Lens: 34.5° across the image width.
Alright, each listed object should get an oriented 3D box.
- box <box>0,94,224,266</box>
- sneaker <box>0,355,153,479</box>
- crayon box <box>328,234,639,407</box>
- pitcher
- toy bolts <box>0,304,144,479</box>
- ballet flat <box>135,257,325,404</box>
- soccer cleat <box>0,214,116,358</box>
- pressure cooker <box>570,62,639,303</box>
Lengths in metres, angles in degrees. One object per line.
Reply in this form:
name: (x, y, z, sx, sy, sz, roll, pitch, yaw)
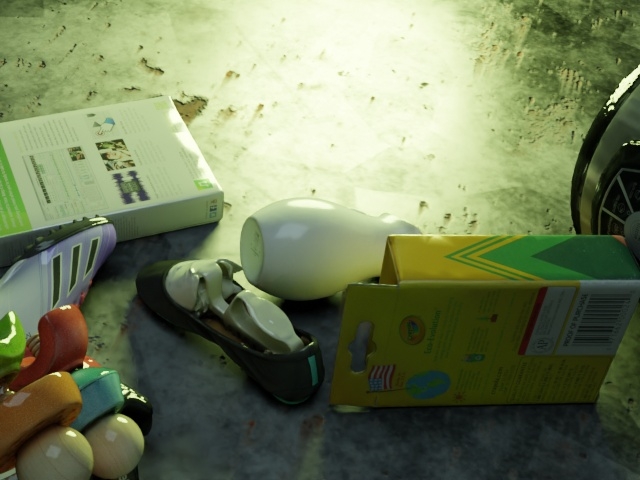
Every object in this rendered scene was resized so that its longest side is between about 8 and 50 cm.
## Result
box: (-0.317, -0.085, 1.367, 0.321, 0.059, 0.232, -12, 46, -22)
sneaker: (-0.256, 0.230, 0.999, 0.135, 0.098, 0.276, 18, 42, 14)
crayon box: (0.171, 0.091, 1.138, 0.318, 0.202, 0.081, 1, 42, -9)
pitcher: (0.000, 0.000, 1.288, 0.207, 0.126, 0.178, -2, 21, -26)
toy bolts: (-0.261, 0.172, 0.895, 0.158, 0.218, 0.228, 50, 17, 10)
ballet flat: (-0.103, 0.077, 1.191, 0.280, 0.096, 0.095, 31, 48, 24)
soccer cleat: (-0.328, 0.085, 1.161, 0.116, 0.109, 0.318, 43, 46, 4)
pressure cooker: (0.539, -0.019, 1.150, 0.375, 0.370, 0.420, -48, 43, 6)
